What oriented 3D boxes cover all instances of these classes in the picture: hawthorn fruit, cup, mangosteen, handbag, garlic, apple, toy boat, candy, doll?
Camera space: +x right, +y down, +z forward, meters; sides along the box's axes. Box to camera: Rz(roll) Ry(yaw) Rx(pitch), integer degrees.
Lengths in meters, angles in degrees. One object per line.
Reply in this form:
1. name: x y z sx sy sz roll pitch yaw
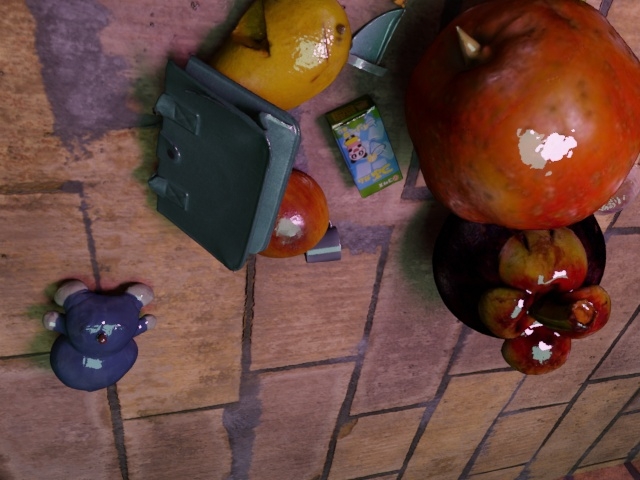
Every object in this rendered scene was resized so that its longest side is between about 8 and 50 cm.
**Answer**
1. hawthorn fruit: 0.315 -0.224 0.903 0.402 0.403 0.403 -10 131 -12
2. cup: 0.000 0.000 1.206 0.077 0.078 0.100 -9 97 -7
3. mangosteen: 0.446 0.069 1.171 0.382 0.435 0.382 -12 132 -14
4. handbag: -0.176 -0.116 0.920 0.089 0.238 0.326 -45 163 -42
5. garlic: 0.722 -0.140 1.333 0.198 0.090 0.129 -28 120 10
6. apple: -0.081 -0.054 1.085 0.195 0.160 0.173 -30 111 -1
7. toy boat: 0.100 -0.361 0.963 0.096 0.034 0.122 12 115 -28
8. candy: 0.089 -0.183 1.082 0.097 0.062 0.194 -27 132 2
9. doll: -0.478 0.214 1.174 0.228 0.154 0.258 4 134 -28

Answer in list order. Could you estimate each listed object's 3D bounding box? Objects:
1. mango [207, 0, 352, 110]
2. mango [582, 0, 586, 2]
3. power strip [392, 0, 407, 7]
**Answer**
1. mango: -0.072 -0.298 0.883 0.262 0.130 0.167 -35 116 19
2. mango: 0.410 -0.449 0.958 0.194 0.092 0.130 23 117 -44
3. power strip: 0.090 -0.447 0.880 0.049 0.028 0.178 -40 130 15
